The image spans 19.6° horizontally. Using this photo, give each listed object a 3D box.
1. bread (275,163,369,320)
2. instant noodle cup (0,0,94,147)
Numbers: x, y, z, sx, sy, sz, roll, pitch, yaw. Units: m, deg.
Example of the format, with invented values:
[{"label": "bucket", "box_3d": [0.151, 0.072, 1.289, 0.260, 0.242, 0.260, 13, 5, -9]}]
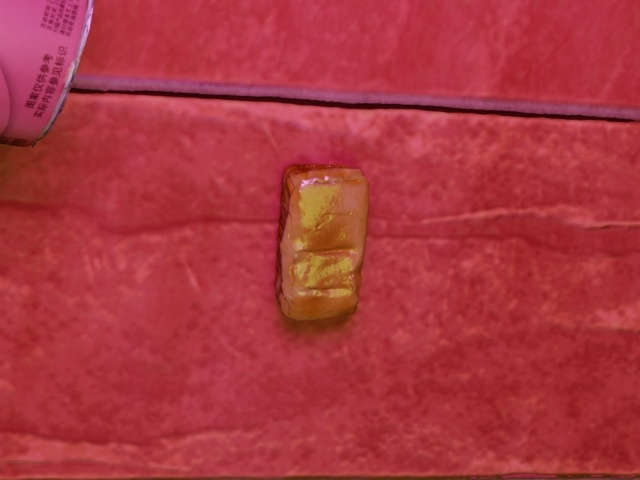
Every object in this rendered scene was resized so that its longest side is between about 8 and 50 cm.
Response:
[{"label": "bread", "box_3d": [0.000, 0.000, 1.517, 0.074, 0.053, 0.132, 0, 110, -17]}, {"label": "instant noodle cup", "box_3d": [-0.294, -0.173, 1.257, 0.255, 0.244, 0.244, 15, 107, -22]}]
